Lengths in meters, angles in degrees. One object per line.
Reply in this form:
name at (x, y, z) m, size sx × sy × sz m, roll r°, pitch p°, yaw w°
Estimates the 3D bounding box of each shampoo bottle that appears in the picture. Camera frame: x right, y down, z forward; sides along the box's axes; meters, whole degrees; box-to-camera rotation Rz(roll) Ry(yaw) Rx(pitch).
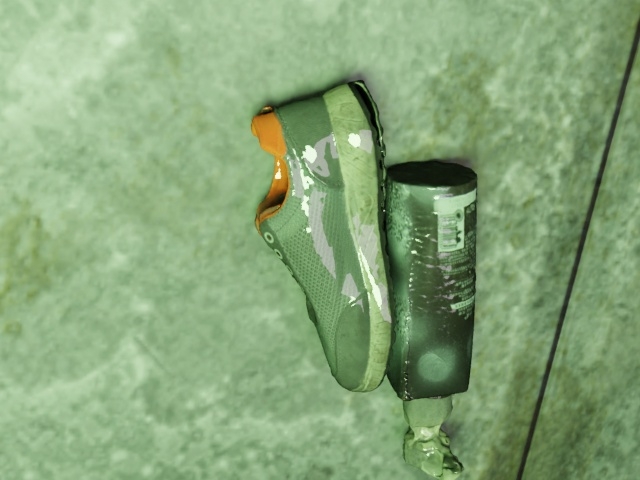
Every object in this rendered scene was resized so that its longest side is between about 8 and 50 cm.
shampoo bottle at (0.071, 0.055, 0.850) m, size 0.057 × 0.063 × 0.208 m, roll -6°, pitch 113°, yaw -11°

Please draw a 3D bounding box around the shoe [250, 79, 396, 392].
shoe at (0.000, 0.002, 0.800) m, size 0.077 × 0.074 × 0.194 m, roll -6°, pitch 111°, yaw -8°
